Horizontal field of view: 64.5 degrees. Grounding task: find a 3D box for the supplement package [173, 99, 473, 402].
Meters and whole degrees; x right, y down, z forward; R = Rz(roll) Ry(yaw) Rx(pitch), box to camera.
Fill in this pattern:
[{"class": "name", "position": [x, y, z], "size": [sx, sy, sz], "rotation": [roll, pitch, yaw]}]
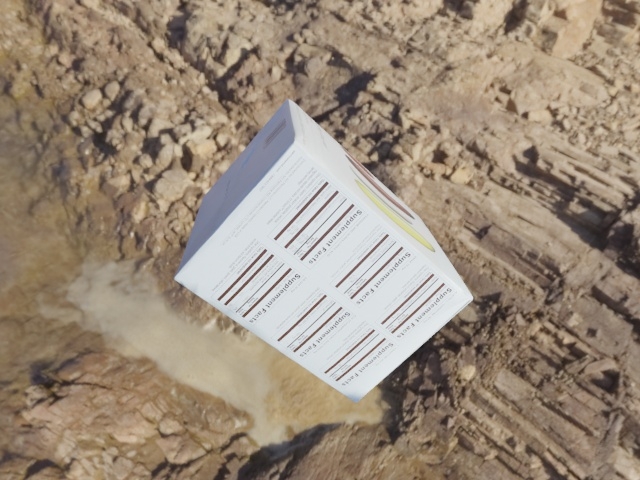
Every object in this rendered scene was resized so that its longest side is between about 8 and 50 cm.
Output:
[{"class": "supplement package", "position": [0.000, 0.000, 0.490], "size": [0.203, 0.149, 0.194], "rotation": [39, 16, -20]}]
